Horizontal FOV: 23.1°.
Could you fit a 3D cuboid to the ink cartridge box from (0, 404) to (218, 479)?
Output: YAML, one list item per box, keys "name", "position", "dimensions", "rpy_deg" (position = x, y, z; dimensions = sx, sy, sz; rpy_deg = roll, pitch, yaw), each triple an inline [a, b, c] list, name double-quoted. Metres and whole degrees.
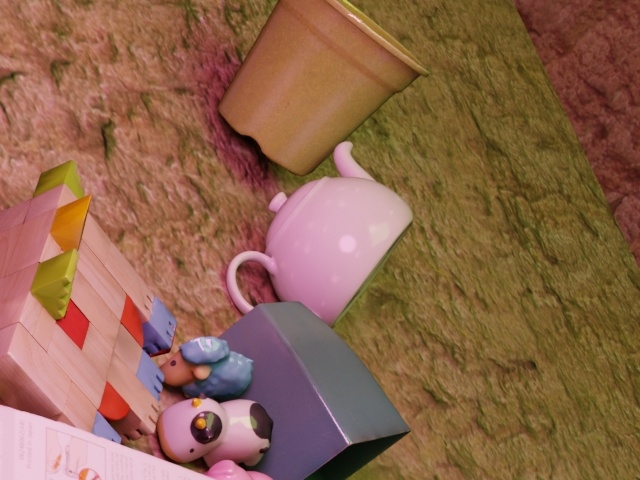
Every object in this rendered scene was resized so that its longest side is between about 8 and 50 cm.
- name: "ink cartridge box"
  position: [-0.191, 0.358, 1.545]
  dimensions: [0.385, 0.091, 0.308]
  rpy_deg: [25, 40, -33]

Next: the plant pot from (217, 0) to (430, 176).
- name: "plant pot"
  position: [-0.015, -0.247, 2.419]
  dimensions: [0.276, 0.254, 0.276]
  rpy_deg: [37, 10, -8]

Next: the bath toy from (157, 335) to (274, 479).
- name: "bath toy"
  position: [-0.105, 0.295, 1.909]
  dimensions: [0.151, 0.129, 0.348]
  rpy_deg: [-6, 61, -23]

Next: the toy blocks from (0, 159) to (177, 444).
- name: "toy blocks"
  position: [-0.280, 0.130, 1.772]
  dimensions: [0.261, 0.190, 0.381]
  rpy_deg: [55, 25, -31]

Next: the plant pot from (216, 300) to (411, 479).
- name: "plant pot"
  position: [-0.033, 0.205, 2.086]
  dimensions: [0.165, 0.165, 0.234]
  rpy_deg: [0, 56, -59]

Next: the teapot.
- name: "teapot"
  position: [0.000, 0.000, 2.299]
  dimensions: [0.187, 0.252, 0.256]
  rpy_deg: [36, 12, 4]
